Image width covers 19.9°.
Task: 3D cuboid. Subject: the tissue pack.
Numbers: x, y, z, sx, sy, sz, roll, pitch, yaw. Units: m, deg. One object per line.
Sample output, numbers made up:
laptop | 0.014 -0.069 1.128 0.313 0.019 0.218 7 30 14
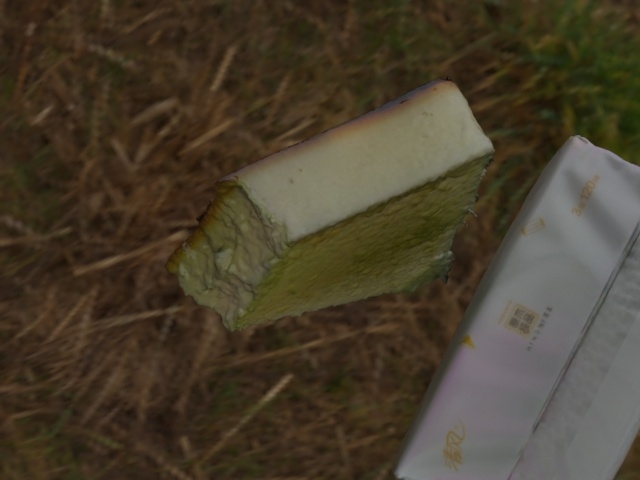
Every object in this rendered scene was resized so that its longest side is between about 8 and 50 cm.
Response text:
tissue pack | 0.144 0.075 1.110 0.124 0.185 0.225 27 81 8

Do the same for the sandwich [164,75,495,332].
sandwich | 0.000 0.000 0.964 0.162 0.193 0.058 -24 73 -12
